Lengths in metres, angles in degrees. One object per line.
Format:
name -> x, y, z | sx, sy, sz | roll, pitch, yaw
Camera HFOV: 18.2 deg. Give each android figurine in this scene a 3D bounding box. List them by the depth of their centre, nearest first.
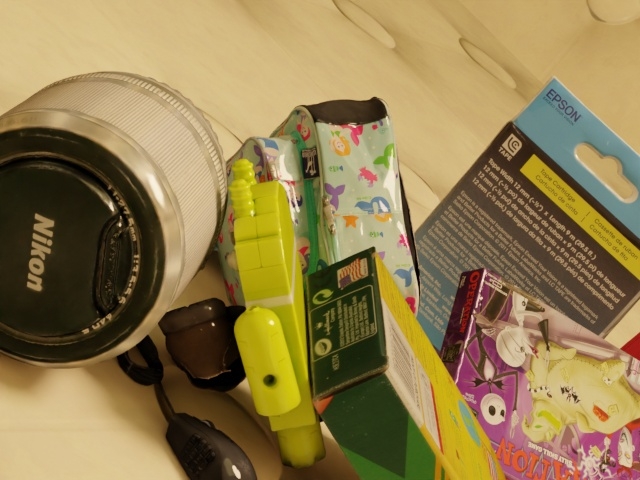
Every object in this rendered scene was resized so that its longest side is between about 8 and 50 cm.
android figurine -> -0.042, 0.062, 1.822 | 0.248, 0.056, 0.273 | -90, 168, -69

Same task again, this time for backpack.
backpack -> 0.000, 0.000, 2.049 | 0.191, 0.225, 0.253 | -12, 80, -22

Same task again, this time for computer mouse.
computer mouse -> -0.119, 0.148, 1.781 | 0.071, 0.041, 0.242 | 18, 27, -48

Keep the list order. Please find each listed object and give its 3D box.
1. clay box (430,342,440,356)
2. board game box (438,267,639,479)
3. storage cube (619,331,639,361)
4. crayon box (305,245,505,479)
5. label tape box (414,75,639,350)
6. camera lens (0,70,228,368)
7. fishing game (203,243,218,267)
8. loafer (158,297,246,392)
clay box -> 0.031, 0.087, 2.211 | 0.222, 0.053, 0.127 | 42, 18, 5
board game box -> 0.271, 0.197, 2.239 | 0.347, 0.208, 0.056 | 30, -22, -28
storage cube -> 0.451, 0.234, 2.459 | 0.183, 0.215, 0.193 | 25, 30, -41
crayon box -> 0.092, 0.189, 1.881 | 0.318, 0.081, 0.202 | 58, 14, -29
label tape box -> 0.262, 0.012, 2.371 | 0.249, 0.348, 0.115 | 43, 18, 10
camera lens -> -0.203, -0.025, 1.731 | 0.219, 0.219, 0.274 | 39, 18, -2
fishing game -> -0.115, -0.039, 2.204 | 0.189, 0.041, 0.264 | 42, 24, 22
loafer -> -0.104, 0.104, 1.836 | 0.220, 0.080, 0.078 | 35, 39, -80
